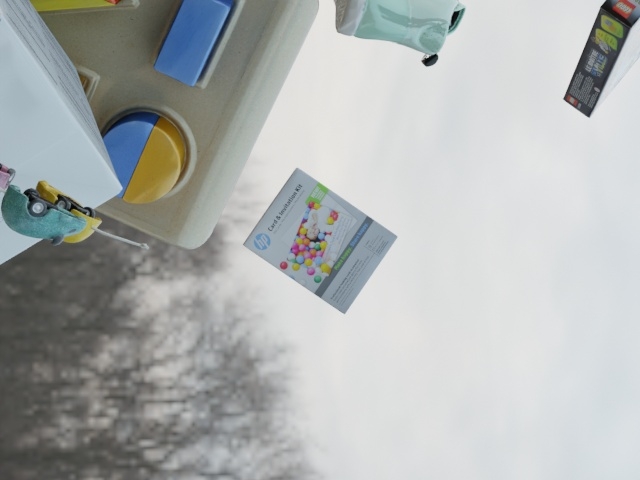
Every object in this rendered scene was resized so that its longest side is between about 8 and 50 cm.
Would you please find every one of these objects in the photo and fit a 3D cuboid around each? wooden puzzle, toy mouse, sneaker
[{"bbox_3d":[-0.217,-0.182,1.548,0.080,0.348,0.322,-98,-147,-70],"label":"wooden puzzle"},{"bbox_3d":[-0.225,-0.031,1.083,0.031,0.161,0.143,-60,158,4],"label":"toy mouse"},{"bbox_3d":[0.098,-0.302,1.805,0.256,0.151,0.094,-87,-164,-54],"label":"sneaker"}]

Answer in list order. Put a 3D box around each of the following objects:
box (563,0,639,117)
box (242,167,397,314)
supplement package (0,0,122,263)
[{"bbox_3d":[0.298,-0.208,1.433,0.114,0.036,0.207,-50,169,-14],"label":"box"},{"bbox_3d":[0.000,0.000,2.217,0.145,0.186,0.038,-55,-176,-1],"label":"box"},{"bbox_3d":[-0.329,-0.124,1.308,0.198,0.199,0.262,59,0,-35],"label":"supplement package"}]
